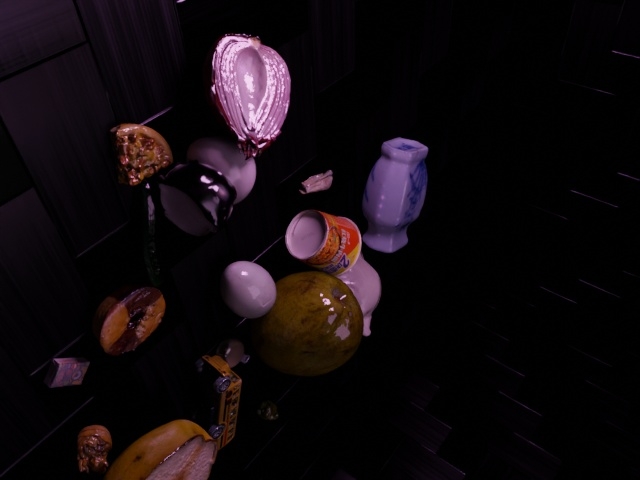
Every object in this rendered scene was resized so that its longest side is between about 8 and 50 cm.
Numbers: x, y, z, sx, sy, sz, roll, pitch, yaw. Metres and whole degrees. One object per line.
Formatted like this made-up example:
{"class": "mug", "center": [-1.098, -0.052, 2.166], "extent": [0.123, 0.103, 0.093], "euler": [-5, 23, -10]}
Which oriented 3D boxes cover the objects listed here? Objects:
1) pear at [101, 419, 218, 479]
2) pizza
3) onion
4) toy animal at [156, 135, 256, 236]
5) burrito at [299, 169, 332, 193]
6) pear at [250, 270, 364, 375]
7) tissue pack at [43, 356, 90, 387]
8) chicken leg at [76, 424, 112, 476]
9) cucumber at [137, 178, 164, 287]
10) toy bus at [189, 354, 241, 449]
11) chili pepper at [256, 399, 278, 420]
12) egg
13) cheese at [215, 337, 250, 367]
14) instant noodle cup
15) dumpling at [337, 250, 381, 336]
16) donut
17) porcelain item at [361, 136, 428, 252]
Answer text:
{"class": "pear", "center": [-0.483, 0.671, 1.573], "extent": [0.386, 0.191, 0.340], "euler": [-57, 152, -17]}
{"class": "pizza", "center": [-0.378, -0.173, 1.189], "extent": [0.175, 0.046, 0.134], "euler": [8, 107, -60]}
{"class": "onion", "center": [-0.179, -0.310, 1.265], "extent": [0.227, 0.120, 0.284], "euler": [12, 76, -43]}
{"class": "toy animal", "center": [-0.250, -0.136, 1.297], "extent": [0.187, 0.165, 0.235], "euler": [104, 13, -56]}
{"class": "burrito", "center": [-0.011, -0.180, 1.780], "extent": [0.149, 0.041, 0.055], "euler": [-27, 122, -47]}
{"class": "pear", "center": [-0.042, 0.263, 1.793], "extent": [0.352, 0.352, 0.413], "euler": [-29, 170, -46]}
{"class": "tissue pack", "center": [-0.575, 0.299, 1.277], "extent": [0.083, 0.035, 0.063], "euler": [13, 102, -61]}
{"class": "chicken leg", "center": [-0.576, 0.555, 1.441], "extent": [0.085, 0.101, 0.208], "euler": [-6, 134, -21]}
{"class": "cucumber", "center": [-0.393, -0.008, 1.295], "extent": [0.056, 0.056, 0.284], "euler": [-30, 134, -44]}
{"class": "toy bus", "center": [-0.322, 0.500, 1.754], "extent": [0.123, 0.121, 0.336], "euler": [-21, 132, -45]}
{"class": "chili pepper", "center": [-0.205, 0.637, 2.122], "extent": [0.204, 0.073, 0.072], "euler": [73, 33, -66]}
{"class": "egg", "center": [-0.209, 0.139, 1.614], "extent": [0.151, 0.151, 0.209], "euler": [-53, 148, -17]}
{"class": "cheese", "center": [-0.279, 0.371, 1.803], "extent": [0.092, 0.047, 0.171], "euler": [-47, 148, -23]}
{"class": "instant noodle cup", "center": [0.000, 0.000, 1.804], "extent": [0.174, 0.213, 0.213], "euler": [24, 93, -52]}
{"class": "dumpling", "center": [0.115, 0.165, 2.102], "extent": [0.260, 0.181, 0.341], "euler": [31, 70, -47]}
{"class": "donut", "center": [-0.457, 0.179, 1.328], "extent": [0.184, 0.073, 0.166], "euler": [-50, 148, -23]}
{"class": "porcelain item", "center": [0.275, -0.169, 2.113], "extent": [0.242, 0.178, 0.405], "euler": [-25, 131, -47]}
